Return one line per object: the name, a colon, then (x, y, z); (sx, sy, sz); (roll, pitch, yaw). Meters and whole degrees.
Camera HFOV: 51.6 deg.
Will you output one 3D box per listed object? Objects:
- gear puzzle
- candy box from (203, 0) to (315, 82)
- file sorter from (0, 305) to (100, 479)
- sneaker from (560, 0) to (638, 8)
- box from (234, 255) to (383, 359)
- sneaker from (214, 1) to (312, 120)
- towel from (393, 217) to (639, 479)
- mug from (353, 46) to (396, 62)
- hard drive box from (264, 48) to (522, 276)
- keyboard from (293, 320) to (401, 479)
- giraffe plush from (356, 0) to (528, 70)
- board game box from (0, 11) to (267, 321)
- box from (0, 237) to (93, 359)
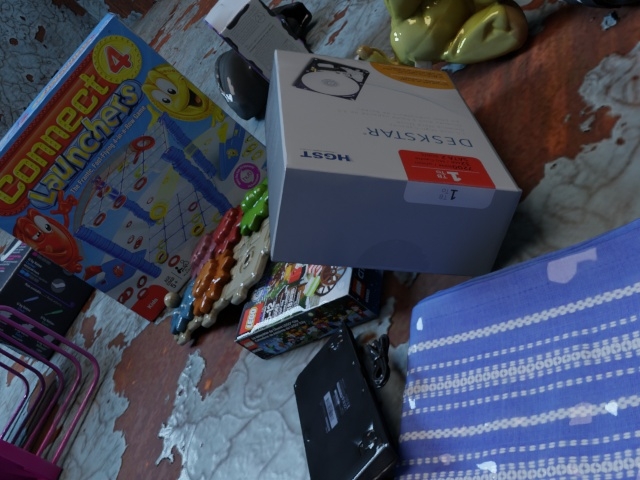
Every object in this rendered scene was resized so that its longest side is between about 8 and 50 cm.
gear puzzle: (-0.099, 0.001, 0.770); (0.339, 0.044, 0.175); (-37, 31, 49)
candy box: (-0.060, -0.258, 0.933); (0.070, 0.196, 0.165); (-47, 29, 7)
file sorter: (-0.491, 0.227, 0.972); (0.291, 0.202, 0.182); (-19, 40, 43)
sneaker: (0.315, -0.298, 0.596); (0.217, 0.079, 0.121); (-51, 31, 15)
box: (0.000, 0.000, 0.712); (0.159, 0.044, 0.233); (-26, 37, 36)
sneaker: (-0.094, -0.331, 1.166); (0.130, 0.109, 0.286); (-17, 45, 35)
towel: (0.130, 0.142, 0.380); (0.243, 0.040, 0.335); (-25, 38, 39)
mug: (0.062, -0.210, 0.870); (0.064, 0.078, 0.062); (-19, 74, 56)
hard drive box: (0.046, -0.076, 0.588); (0.232, 0.181, 0.089); (-100, 17, -53)
keyboard: (0.025, 0.128, 0.531); (0.108, 0.023, 0.180); (-51, 20, 12)
giraffe plush: (0.145, -0.278, 0.750); (0.170, 0.182, 0.210); (-69, -2, -47)
board game box: (-0.262, -0.091, 0.914); (0.308, 0.302, 0.086); (-50, 29, 2)
box: (-0.525, 0.073, 1.251); (0.165, 0.143, 0.270); (-1, 54, 51)
